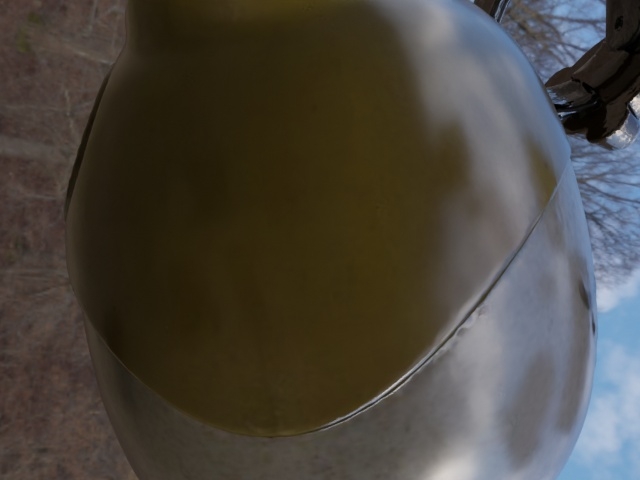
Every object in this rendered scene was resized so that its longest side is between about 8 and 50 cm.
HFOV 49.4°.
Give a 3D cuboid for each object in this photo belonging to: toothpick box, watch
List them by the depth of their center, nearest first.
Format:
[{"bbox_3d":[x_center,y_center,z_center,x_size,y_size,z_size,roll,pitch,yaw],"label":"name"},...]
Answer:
[{"bbox_3d":[0.000,0.000,0.570,0.409,0.409,0.425,-3,-82,58],"label":"toothpick box"},{"bbox_3d":[0.437,-0.366,1.176,0.335,0.327,0.314,-47,-160,19],"label":"watch"}]
